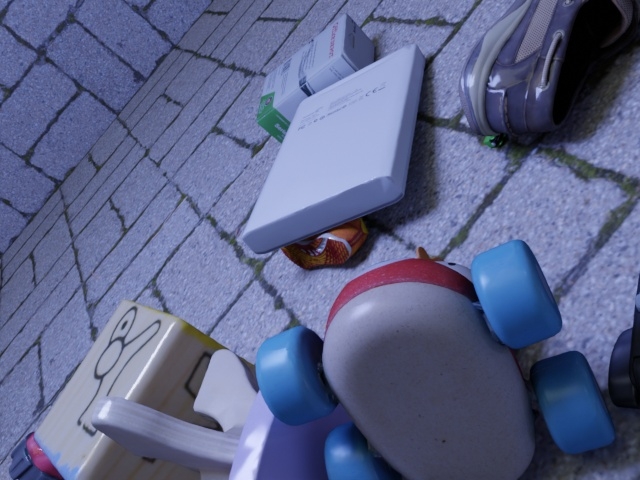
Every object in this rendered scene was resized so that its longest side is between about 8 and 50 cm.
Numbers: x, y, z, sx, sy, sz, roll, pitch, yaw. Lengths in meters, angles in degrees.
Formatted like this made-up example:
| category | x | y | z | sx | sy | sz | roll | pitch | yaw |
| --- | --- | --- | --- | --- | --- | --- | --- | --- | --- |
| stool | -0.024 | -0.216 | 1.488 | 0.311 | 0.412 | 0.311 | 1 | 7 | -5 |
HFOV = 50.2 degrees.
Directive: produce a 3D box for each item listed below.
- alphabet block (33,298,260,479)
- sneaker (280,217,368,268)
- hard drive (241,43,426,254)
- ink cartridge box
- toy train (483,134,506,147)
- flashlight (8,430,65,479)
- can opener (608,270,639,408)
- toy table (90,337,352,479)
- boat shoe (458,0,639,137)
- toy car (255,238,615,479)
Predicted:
| category | x | y | z | sx | sy | sz | roll | pitch | yaw |
| --- | --- | --- | --- | --- | --- | --- | --- | --- | --- |
| alphabet block | -0.182 | 0.206 | 0.803 | 0.192 | 0.193 | 0.197 | 7 | 62 | 55 |
| sneaker | 0.000 | 0.000 | 0.940 | 0.067 | 0.064 | 0.175 | -41 | 26 | -31 |
| hard drive | 0.030 | -0.142 | 0.988 | 0.233 | 0.047 | 0.353 | -21 | 32 | 29 |
| ink cartridge box | -0.007 | -0.285 | 1.224 | 0.208 | 0.087 | 0.153 | -31 | 35 | 32 |
| toy train | 0.223 | -0.148 | 0.830 | 0.083 | 0.017 | 0.024 | -60 | 20 | -17 |
| flashlight | -0.351 | 0.263 | 1.062 | 0.304 | 0.103 | 0.103 | -47 | 27 | 8 |
| can opener | 0.262 | 0.038 | 0.524 | 0.073 | 0.059 | 0.186 | -10 | 49 | 49 |
| toy table | -0.072 | 0.216 | 0.619 | 0.161 | 0.252 | 0.274 | -7 | 36 | 30 |
| boat shoe | 0.296 | -0.257 | 0.771 | 0.130 | 0.132 | 0.355 | 25 | 80 | 38 |
| toy car | 0.095 | 0.072 | 0.593 | 0.219 | 0.210 | 0.238 | -25 | 24 | 19 |
